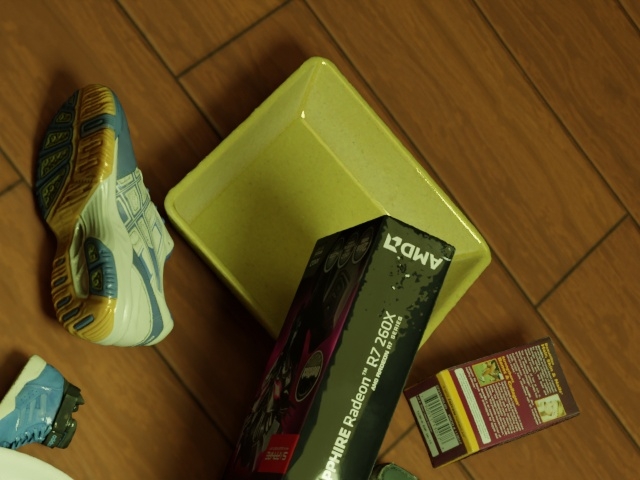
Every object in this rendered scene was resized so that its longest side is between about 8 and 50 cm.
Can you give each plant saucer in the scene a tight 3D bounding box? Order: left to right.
[{"bbox_3d":[0.000,0.000,2.156,0.333,0.081,0.333,49,50,-7],"label":"plant saucer"}]

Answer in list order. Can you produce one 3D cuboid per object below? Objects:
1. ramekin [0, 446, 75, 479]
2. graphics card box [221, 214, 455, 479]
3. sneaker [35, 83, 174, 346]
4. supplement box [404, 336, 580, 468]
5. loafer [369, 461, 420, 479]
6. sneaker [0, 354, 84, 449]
[{"bbox_3d":[-0.317,0.338,1.699,0.277,0.135,0.277,19,42,-17],"label":"ramekin"},{"bbox_3d":[0.002,0.166,1.912,0.094,0.233,0.371,26,77,-13],"label":"graphics card box"},{"bbox_3d":[-0.226,-0.022,2.007,0.131,0.112,0.296,20,60,-48],"label":"sneaker"},{"bbox_3d":[0.207,0.193,2.214,0.188,0.081,0.104,-13,78,-38],"label":"supplement box"},{"bbox_3d":[0.155,0.354,2.103,0.267,0.084,0.096,52,50,-5],"label":"loafer"},{"bbox_3d":[-0.294,0.193,1.873,0.084,0.058,0.152,36,46,-7],"label":"sneaker"}]
